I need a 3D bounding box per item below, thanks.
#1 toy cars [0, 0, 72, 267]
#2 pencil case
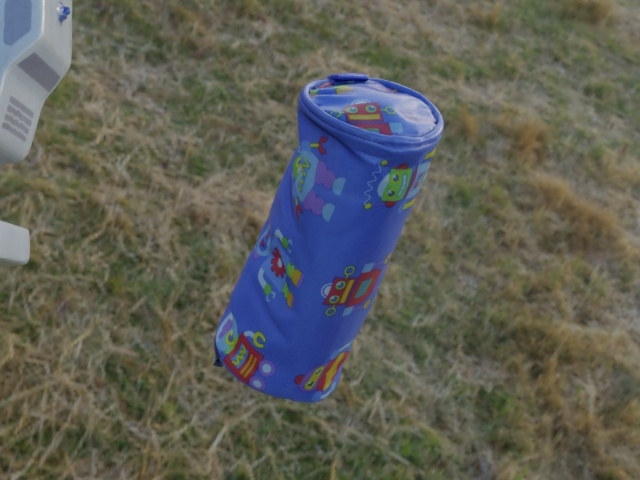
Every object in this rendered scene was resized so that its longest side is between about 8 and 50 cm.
[{"bbox_3d":[-0.186,-0.068,0.580,0.087,0.177,0.394,-1,43,2],"label":"toy cars"},{"bbox_3d":[0.000,0.000,0.927,0.119,0.306,0.133,-6,42,-35],"label":"pencil case"}]
